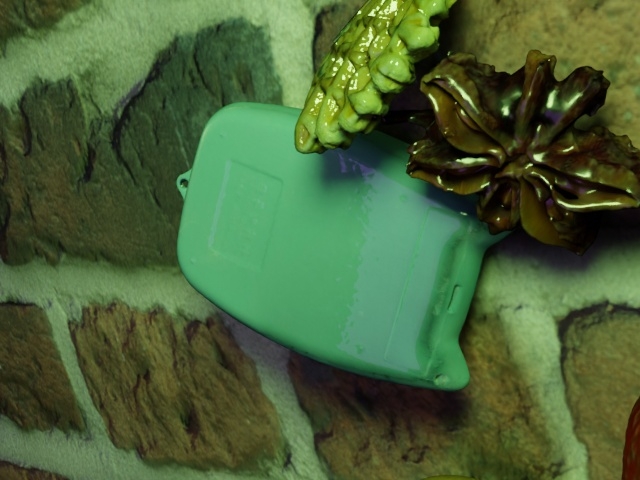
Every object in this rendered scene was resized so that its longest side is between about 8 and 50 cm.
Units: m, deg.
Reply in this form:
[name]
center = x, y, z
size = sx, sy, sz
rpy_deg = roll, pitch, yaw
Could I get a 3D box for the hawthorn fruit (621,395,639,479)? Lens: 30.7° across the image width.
[hawthorn fruit]
center = 0.360, 0.203, 0.879
size = 0.275, 0.275, 0.300
rpy_deg = 28, 123, 35

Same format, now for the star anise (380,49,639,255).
[star anise]
center = 0.183, -0.088, 1.019
size = 0.220, 0.126, 0.190
rpy_deg = 42, 153, -8

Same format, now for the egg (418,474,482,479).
[egg]
center = 0.167, 0.395, 1.190
size = 0.250, 0.250, 0.322
rpy_deg = -44, 70, 48

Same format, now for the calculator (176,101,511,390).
[calculator]
center = 0.000, 0.000, 1.226
size = 0.386, 0.054, 0.256
rpy_deg = 23, 108, 26

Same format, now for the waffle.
[waffle]
center = 0.050, -0.178, 1.069
size = 0.054, 0.204, 0.223
rpy_deg = 32, 142, -17
